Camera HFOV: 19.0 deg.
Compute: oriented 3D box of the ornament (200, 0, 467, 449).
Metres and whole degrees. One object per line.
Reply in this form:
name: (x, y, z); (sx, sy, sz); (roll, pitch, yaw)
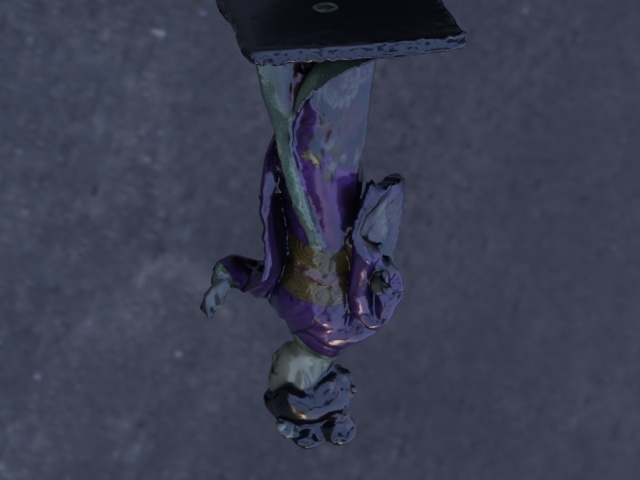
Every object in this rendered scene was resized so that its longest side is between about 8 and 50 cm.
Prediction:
ornament: (-0.008, -0.002, 0.740); (0.088, 0.081, 0.203); (-110, -154, -58)
